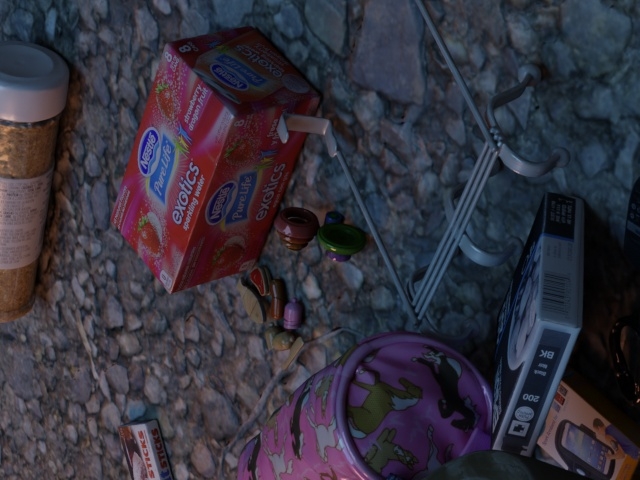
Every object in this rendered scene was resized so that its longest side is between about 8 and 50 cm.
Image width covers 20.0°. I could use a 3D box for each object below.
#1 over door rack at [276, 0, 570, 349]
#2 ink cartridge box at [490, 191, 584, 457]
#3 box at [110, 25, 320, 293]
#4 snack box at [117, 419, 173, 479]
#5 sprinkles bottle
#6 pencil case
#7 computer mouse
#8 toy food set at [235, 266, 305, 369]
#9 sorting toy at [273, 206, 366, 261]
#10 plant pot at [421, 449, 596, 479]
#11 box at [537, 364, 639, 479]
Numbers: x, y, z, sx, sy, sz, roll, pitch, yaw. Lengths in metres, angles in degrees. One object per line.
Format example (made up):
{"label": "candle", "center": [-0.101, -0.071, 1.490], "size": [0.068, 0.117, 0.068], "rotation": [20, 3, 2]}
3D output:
{"label": "over door rack", "center": [0.100, -0.095, 1.700], "size": [0.324, 0.108, 0.239], "rotation": [56, 139, 35]}
{"label": "ink cartridge box", "center": [0.184, 0.095, 1.604], "size": [0.045, 0.206, 0.208], "rotation": [14, 123, 0]}
{"label": "box", "center": [-0.116, -0.084, 1.931], "size": [0.128, 0.123, 0.257], "rotation": [48, 135, 28]}
{"label": "snack box", "center": [-0.205, 0.311, 2.256], "size": [0.064, 0.022, 0.178], "rotation": [-13, 93, 49]}
{"label": "sprinkles bottle", "center": [-0.393, -0.069, 2.263], "size": [0.121, 0.121, 0.355], "rotation": [39, 130, 34]}
{"label": "pencil case", "center": [0.034, 0.213, 1.772], "size": [0.386, 0.160, 0.167], "rotation": [134, 130, -64]}
{"label": "computer mouse", "center": [0.292, 0.040, 1.575], "size": [0.071, 0.041, 0.242], "rotation": [42, 139, 44]}
{"label": "toy food set", "center": [-0.048, 0.077, 1.994], "size": [0.122, 0.019, 0.078], "rotation": [62, 140, 25]}
{"label": "sorting toy", "center": [0.000, 0.000, 1.877], "size": [0.102, 0.061, 0.042], "rotation": [24, 123, 21]}
{"label": "plant pot", "center": [0.195, 0.316, 1.479], "size": [0.280, 0.323, 0.323], "rotation": [39, 150, -27]}
{"label": "box", "center": [0.244, 0.178, 1.681], "size": [0.136, 0.028, 0.081], "rotation": [40, 131, 31]}
